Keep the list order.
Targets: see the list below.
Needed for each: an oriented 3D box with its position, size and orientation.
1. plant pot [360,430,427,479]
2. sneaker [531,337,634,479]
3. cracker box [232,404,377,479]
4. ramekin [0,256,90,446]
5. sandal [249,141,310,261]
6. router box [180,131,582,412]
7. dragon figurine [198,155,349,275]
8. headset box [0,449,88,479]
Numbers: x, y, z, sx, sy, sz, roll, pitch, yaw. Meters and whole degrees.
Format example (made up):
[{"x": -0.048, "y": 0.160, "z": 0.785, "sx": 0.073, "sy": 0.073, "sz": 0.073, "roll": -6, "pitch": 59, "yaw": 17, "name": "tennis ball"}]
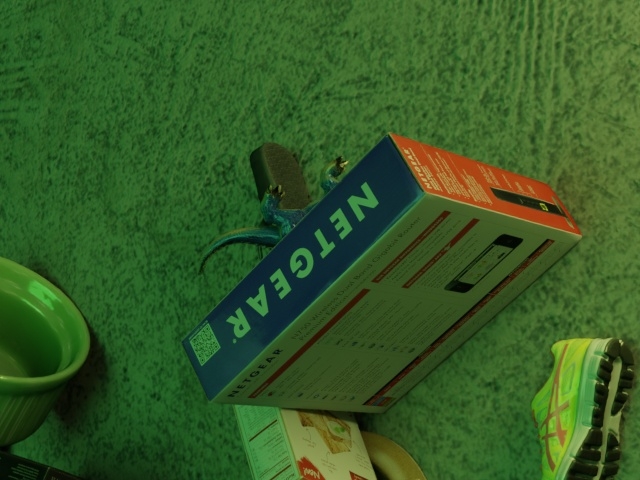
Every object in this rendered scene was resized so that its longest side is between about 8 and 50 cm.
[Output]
[{"x": 0.035, "y": 0.344, "z": 1.534, "sx": 0.236, "sy": 0.032, "sz": 0.236, "roll": -8, "pitch": 77, "yaw": 38, "name": "plant pot"}, {"x": 0.257, "y": 0.198, "z": 1.352, "sx": 0.094, "sy": 0.081, "sz": 0.209, "roll": 11, "pitch": 83, "yaw": 48, "name": "sneaker"}, {"x": -0.022, "y": 0.215, "z": 1.488, "sx": 0.067, "sy": 0.155, "sz": 0.232, "roll": -39, "pitch": 46, "yaw": 20, "name": "cracker box"}, {"x": -0.495, "y": 0.155, "z": 1.849, "sx": 0.303, "sy": 0.303, "sz": 0.148, "roll": 47, "pitch": 119, "yaw": 35, "name": "ramekin"}, {"x": -0.043, "y": -0.005, "z": 1.631, "sx": 0.054, "sy": 0.097, "sz": 0.255, "roll": -33, "pitch": 52, "yaw": 30, "name": "sandal"}, {"x": 0.070, "y": 0.051, "z": 1.382, "sx": 0.335, "sy": 0.301, "sz": 0.082, "roll": -44, "pitch": 57, "yaw": 25, "name": "router box"}, {"x": 0.000, "y": 0.000, "z": 1.506, "sx": 0.289, "sy": 0.085, "sz": 0.144, "roll": -23, "pitch": 58, "yaw": -6, "name": "dragon figurine"}, {"x": -0.353, "y": 0.370, "z": 1.702, "sx": 0.246, "sy": 0.283, "sz": 0.131, "roll": 7, "pitch": 71, "yaw": 40, "name": "headset box"}]
